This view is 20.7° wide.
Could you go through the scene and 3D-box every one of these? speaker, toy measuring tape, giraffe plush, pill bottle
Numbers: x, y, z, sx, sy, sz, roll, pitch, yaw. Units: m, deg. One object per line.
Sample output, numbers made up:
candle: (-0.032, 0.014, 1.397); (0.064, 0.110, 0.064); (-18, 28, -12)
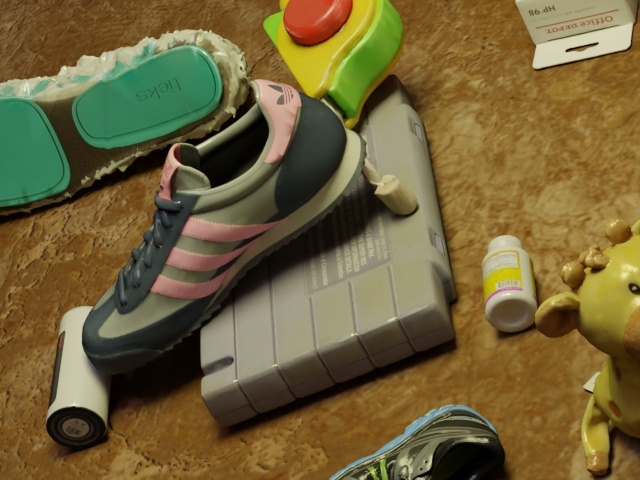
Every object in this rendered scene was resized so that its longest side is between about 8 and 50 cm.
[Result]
speaker: (-0.217, 0.123, 1.602); (0.055, 0.055, 0.136); (-20, 37, 15)
toy measuring tape: (0.043, -0.157, 1.615); (0.121, 0.121, 0.330); (-31, 43, 0)
giraffe plush: (0.249, 0.065, 1.237); (0.210, 0.170, 0.181); (2, 48, 38)
pill bottle: (0.156, 0.034, 1.450); (0.043, 0.043, 0.083); (-18, 37, 17)

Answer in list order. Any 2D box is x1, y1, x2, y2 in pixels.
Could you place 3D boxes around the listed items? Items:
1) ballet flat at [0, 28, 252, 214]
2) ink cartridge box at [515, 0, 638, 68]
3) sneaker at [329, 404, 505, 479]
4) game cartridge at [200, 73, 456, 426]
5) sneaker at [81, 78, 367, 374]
ballet flat: (-0.253, -0.125, 1.890); (0.408, 0.147, 0.147); (-14, 39, 17)
ink cartridge box: (0.254, -0.254, 1.709); (0.104, 0.060, 0.180); (-11, 40, 25)
sneaker: (0.059, 0.195, 1.307); (0.188, 0.067, 0.078); (-37, 30, -13)
game cartridge: (0.000, 0.000, 1.593); (0.230, 0.068, 0.355); (-18, 37, 10)
sneaker: (-0.116, -0.018, 1.521); (0.319, 0.131, 0.112); (-43, 36, 12)
